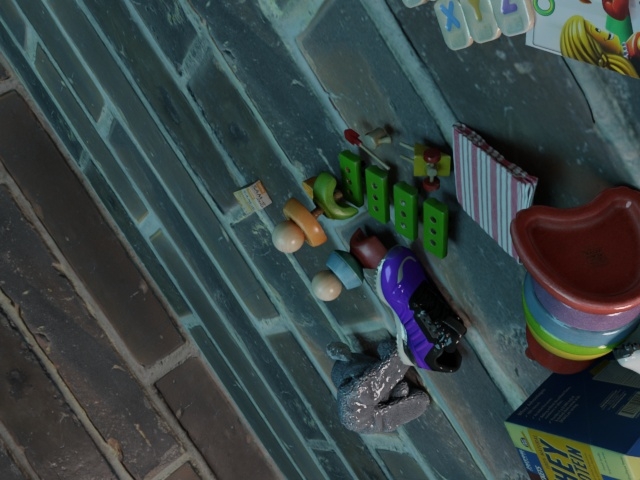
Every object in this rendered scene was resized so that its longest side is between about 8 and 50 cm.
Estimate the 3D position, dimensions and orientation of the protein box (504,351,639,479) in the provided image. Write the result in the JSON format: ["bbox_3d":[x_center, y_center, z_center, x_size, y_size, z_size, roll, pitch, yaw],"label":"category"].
[{"bbox_3d":[0.416,0.268,0.990,0.201,0.199,0.136,-3,118,59],"label":"protein box"}]

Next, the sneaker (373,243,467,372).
[{"bbox_3d":[0.203,0.135,1.306,0.146,0.102,0.294,18,140,44],"label":"sneaker"}]

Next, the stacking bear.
[{"bbox_3d":[0.346,0.087,0.952,0.289,0.175,0.164,77,180,-57],"label":"stacking bear"}]

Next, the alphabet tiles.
[{"bbox_3d":[0.156,-0.369,0.833,0.284,0.021,0.278,15,129,65],"label":"alphabet tiles"}]

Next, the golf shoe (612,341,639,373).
[{"bbox_3d":[0.451,0.181,0.860,0.198,0.094,0.077,17,160,-7],"label":"golf shoe"}]

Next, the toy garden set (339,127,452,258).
[{"bbox_3d":[0.132,-0.107,1.198,0.244,0.049,0.204,35,148,35],"label":"toy garden set"}]

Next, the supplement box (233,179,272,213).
[{"bbox_3d":[-0.164,-0.103,1.680,0.062,0.036,0.098,60,152,-11],"label":"supplement box"}]

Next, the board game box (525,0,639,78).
[{"bbox_3d":[0.304,-0.315,0.682,0.193,0.053,0.306,32,145,38],"label":"board game box"}]

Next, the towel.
[{"bbox_3d":[0.249,-0.071,1.016,0.197,0.029,0.144,-122,17,-51],"label":"towel"}]

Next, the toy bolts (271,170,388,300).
[{"bbox_3d":[0.000,0.000,1.359,0.229,0.158,0.218,51,173,-17],"label":"toy bolts"}]

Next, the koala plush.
[{"bbox_3d":[0.094,0.322,1.603,0.221,0.203,0.196,27,143,62],"label":"koala plush"}]
